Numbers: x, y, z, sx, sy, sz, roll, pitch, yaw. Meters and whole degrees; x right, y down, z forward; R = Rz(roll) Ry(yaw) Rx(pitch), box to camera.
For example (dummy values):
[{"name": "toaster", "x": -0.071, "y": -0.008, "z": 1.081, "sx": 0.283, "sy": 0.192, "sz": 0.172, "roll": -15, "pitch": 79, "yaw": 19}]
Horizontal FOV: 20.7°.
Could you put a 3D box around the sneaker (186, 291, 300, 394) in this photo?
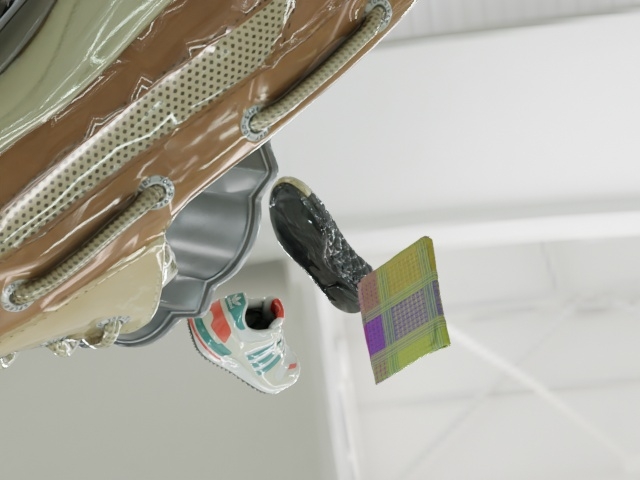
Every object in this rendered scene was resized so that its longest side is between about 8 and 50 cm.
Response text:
[{"name": "sneaker", "x": -0.052, "y": 0.092, "z": 1.637, "sx": 0.075, "sy": 0.161, "sz": 0.057, "roll": -33, "pitch": -127, "yaw": 20}]

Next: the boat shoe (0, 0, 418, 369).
[{"name": "boat shoe", "x": -0.094, "y": -0.014, "z": 0.558, "sx": 0.324, "sy": 0.120, "sz": 0.122, "roll": -43, "pitch": -151, "yaw": 7}]

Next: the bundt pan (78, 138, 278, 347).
[{"name": "bundt pan", "x": -0.197, "y": -0.080, "z": 1.355, "sx": 0.331, "sy": 0.331, "sz": 0.124, "roll": 18, "pitch": -173, "yaw": 35}]

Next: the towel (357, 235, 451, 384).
[{"name": "towel", "x": 0.050, "y": 0.041, "z": 1.050, "sx": 0.060, "sy": 0.009, "sz": 0.083, "roll": -34, "pitch": -135, "yaw": 28}]

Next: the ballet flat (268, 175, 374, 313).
[{"name": "ballet flat", "x": 0.000, "y": 0.000, "z": 1.617, "sx": 0.057, "sy": 0.173, "sz": 0.049, "roll": -7, "pitch": -135, "yaw": 28}]
